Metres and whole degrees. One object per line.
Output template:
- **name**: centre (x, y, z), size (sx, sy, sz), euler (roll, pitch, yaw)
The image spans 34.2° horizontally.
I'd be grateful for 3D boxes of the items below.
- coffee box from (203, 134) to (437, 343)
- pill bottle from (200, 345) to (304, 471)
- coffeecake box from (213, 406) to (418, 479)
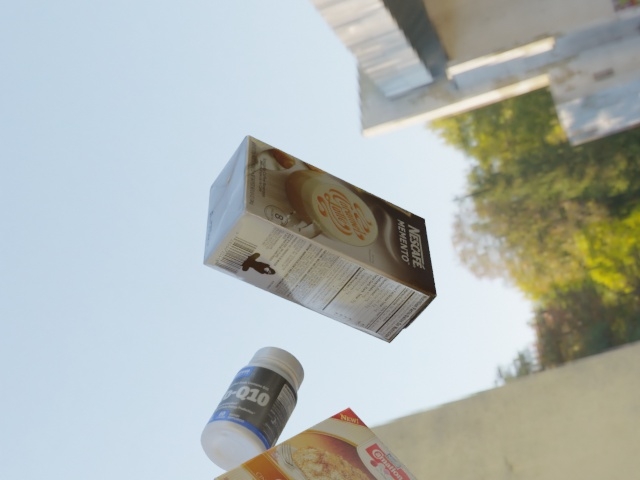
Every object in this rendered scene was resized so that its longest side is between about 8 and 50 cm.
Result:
- **coffee box**: centre (0.000, 0.000, 1.185), size (0.247, 0.098, 0.141), euler (24, -143, -22)
- **pill bottle**: centre (-0.072, 0.186, 1.160), size (0.078, 0.078, 0.137), euler (64, -146, -27)
- **coffeecake box**: centre (0.003, 0.248, 0.930), size (0.142, 0.068, 0.185), euler (44, -144, 22)
